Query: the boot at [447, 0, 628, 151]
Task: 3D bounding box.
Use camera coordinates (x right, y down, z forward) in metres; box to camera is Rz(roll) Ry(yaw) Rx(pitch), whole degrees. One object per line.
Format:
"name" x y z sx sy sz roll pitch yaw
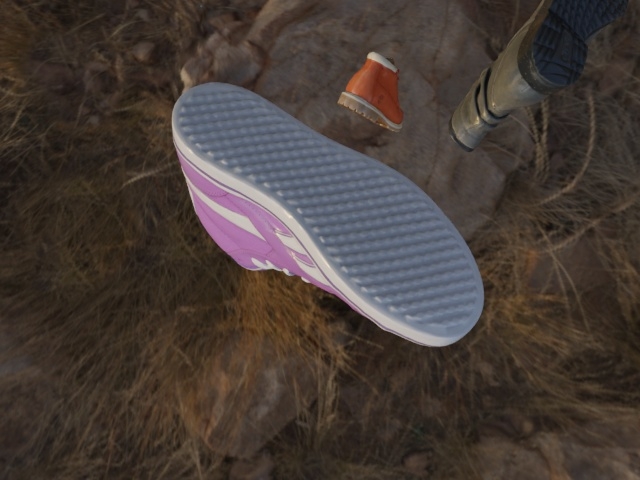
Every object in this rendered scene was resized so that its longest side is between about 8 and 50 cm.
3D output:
"boot" 0.229 -0.211 0.824 0.083 0.161 0.246 43 58 -8

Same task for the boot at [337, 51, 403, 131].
"boot" 0.083 -0.192 0.976 0.059 0.158 0.085 28 97 21

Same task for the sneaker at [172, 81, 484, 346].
"sneaker" 0.000 -0.001 0.617 0.282 0.161 0.102 40 63 15
